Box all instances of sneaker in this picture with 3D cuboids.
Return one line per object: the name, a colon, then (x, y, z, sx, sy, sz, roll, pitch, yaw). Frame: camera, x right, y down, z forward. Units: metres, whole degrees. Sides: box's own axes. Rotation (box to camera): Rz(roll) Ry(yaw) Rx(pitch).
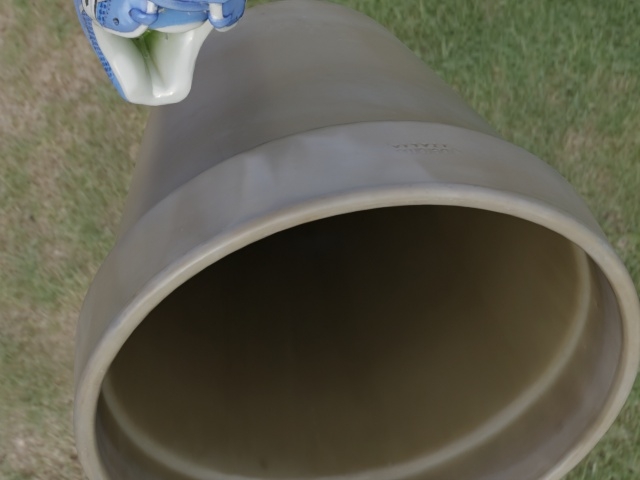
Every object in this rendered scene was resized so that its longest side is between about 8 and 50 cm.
sneaker: (-0.042, -0.116, 0.412, 0.080, 0.211, 0.081, -9, 76, -17)

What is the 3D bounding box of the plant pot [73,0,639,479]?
plant pot: (0.000, 0.000, 0.772, 0.323, 0.323, 0.280, -17, 46, 2)
